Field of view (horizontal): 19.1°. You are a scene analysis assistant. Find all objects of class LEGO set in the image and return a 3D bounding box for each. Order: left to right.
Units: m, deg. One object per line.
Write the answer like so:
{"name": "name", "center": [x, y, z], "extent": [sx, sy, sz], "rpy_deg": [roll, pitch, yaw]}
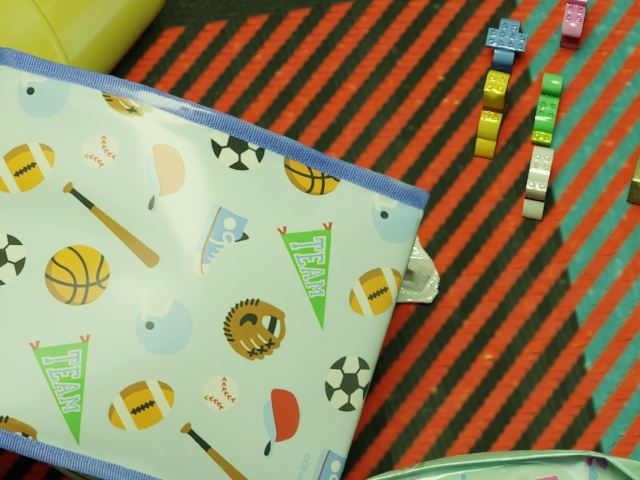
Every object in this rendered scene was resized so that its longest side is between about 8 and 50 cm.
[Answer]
{"name": "LEGO set", "center": [0.190, -0.146, 1.778], "extent": [0.087, 0.093, 0.227], "rpy_deg": [11, 71, 7]}

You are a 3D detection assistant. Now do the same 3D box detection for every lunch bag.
{"name": "lunch bag", "center": [-0.155, 0.046, 1.593], "extent": [0.385, 0.239, 0.327], "rpy_deg": [19, 80, -17]}
{"name": "lunch bag", "center": [0.157, 0.250, 1.568], "extent": [0.262, 0.223, 0.160], "rpy_deg": [-13, 76, -3]}

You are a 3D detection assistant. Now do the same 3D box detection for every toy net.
{"name": "toy net", "center": [0.000, 0.000, 1.761], "extent": [0.232, 0.045, 0.122], "rpy_deg": [31, 74, 13]}

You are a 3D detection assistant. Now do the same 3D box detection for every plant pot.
{"name": "plant pot", "center": [-0.280, -0.212, 1.761], "extent": [0.254, 0.254, 0.239], "rpy_deg": [40, 62, 16]}

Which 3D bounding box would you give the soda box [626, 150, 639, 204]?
{"name": "soda box", "center": [0.341, -0.118, 1.778], "extent": [0.061, 0.058, 0.181], "rpy_deg": [16, 71, 9]}
